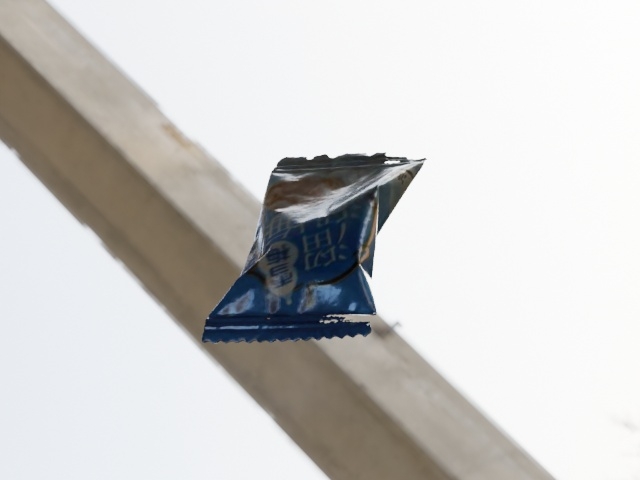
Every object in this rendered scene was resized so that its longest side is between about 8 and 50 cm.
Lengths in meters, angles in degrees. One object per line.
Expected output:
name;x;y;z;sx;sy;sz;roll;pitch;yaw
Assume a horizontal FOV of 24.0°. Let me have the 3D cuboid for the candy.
candy;0.001;0.000;0.741;0.038;0.088;0.136;64;-148;-35
